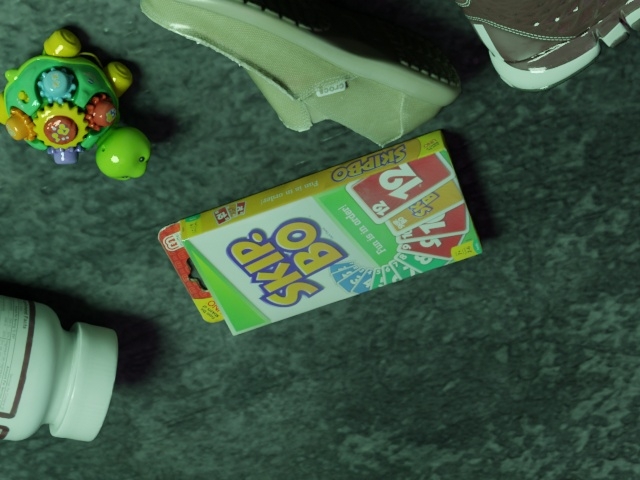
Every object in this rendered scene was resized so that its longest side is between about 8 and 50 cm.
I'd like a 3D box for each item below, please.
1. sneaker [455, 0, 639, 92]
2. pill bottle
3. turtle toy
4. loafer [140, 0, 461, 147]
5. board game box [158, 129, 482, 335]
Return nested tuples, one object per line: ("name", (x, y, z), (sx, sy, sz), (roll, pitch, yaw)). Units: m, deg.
("sneaker", (0.208, -0.234, 0.975), (0.281, 0.106, 0.162), (-35, 123, 21))
("pill bottle", (-0.292, 0.103, 1.165), (0.221, 0.121, 0.121), (13, 126, -19))
("turtle toy", (-0.186, -0.094, 1.053), (0.130, 0.066, 0.095), (31, 119, -30))
("loafer", (-0.021, -0.135, 1.022), (0.268, 0.102, 0.092), (20, 118, -24))
("board game box", (0.000, 0.000, 1.185), (0.259, 0.039, 0.124), (-17, 130, 9))
